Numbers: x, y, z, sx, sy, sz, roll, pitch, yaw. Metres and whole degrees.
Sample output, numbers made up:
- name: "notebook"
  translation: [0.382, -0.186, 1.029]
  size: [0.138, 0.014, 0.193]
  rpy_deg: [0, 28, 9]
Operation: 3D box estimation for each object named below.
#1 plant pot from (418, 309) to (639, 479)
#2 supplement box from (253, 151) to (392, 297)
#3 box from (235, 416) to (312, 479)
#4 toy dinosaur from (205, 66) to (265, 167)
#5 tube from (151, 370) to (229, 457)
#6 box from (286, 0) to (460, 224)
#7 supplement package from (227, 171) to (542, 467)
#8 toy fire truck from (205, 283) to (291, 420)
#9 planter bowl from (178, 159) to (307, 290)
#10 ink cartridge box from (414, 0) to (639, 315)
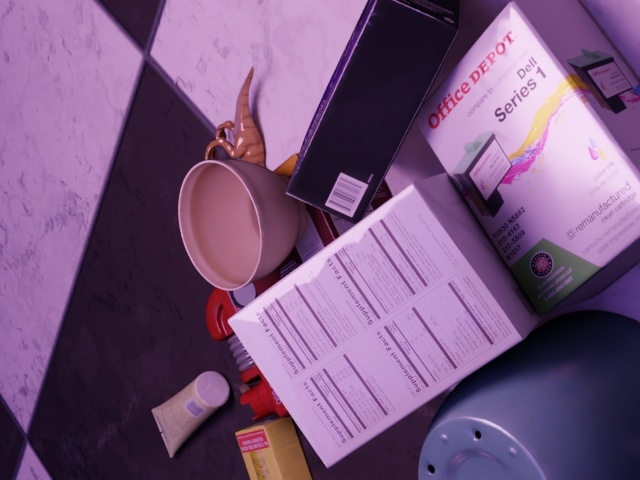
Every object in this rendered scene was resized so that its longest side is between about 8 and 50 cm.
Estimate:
- name: "plant pot"
  translation: [0.249, 0.243, 1.204]
  size: [0.293, 0.235, 0.293]
  rpy_deg: [15, 111, 45]
- name: "supplement box"
  translation: [0.000, 0.000, 1.484]
  size: [0.191, 0.129, 0.194]
  rpy_deg: [-36, 74, 47]
- name: "box"
  translation: [-0.052, 0.391, 1.706]
  size: [0.087, 0.058, 0.232]
  rpy_deg: [-22, 84, 49]
- name: "toy dinosaur"
  translation: [-0.112, -0.155, 1.629]
  size: [0.112, 0.064, 0.211]
  rpy_deg: [0, 111, 29]
- name: "tube"
  translation: [-0.227, 0.288, 1.875]
  size: [0.240, 0.062, 0.070]
  rpy_deg: [-44, 24, 50]
- name: "box"
  translation: [0.063, -0.178, 1.292]
  size: [0.103, 0.184, 0.261]
  rpy_deg: [25, 118, -3]
- name: "supplement package"
  translation: [0.083, 0.081, 1.239]
  size: [0.263, 0.199, 0.198]
  rpy_deg: [-37, 84, 20]
- name: "toy fire truck"
  translation: [-0.091, 0.167, 1.641]
  size: [0.246, 0.158, 0.217]
  rpy_deg: [-35, 75, 36]
- name: "planter bowl"
  translation: [-0.087, -0.028, 1.390]
  size: [0.162, 0.109, 0.162]
  rpy_deg: [16, 112, 43]
- name: "ink cartridge box"
  translation: [0.252, -0.093, 1.191]
  size: [0.278, 0.117, 0.201]
  rpy_deg: [59, 136, 18]
